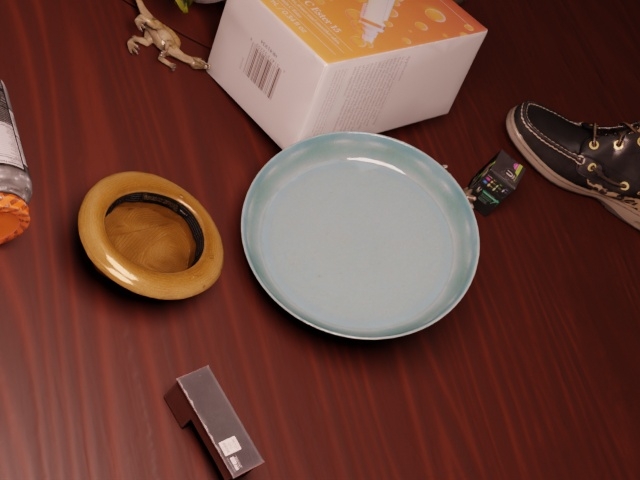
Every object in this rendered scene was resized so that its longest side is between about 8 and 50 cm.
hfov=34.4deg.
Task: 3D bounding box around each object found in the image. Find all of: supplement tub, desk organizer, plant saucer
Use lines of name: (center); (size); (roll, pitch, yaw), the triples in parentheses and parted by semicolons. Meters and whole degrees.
supplement tub: (-0.401, -0.094, 1.190); (0.117, 0.117, 0.190); (-4, 62, -34)
desk organizer: (-0.125, 0.216, 1.191); (0.047, 0.050, 0.130); (-20, 71, -40)
plant saucer: (0.052, -0.005, 1.377); (0.317, 0.044, 0.317); (3, 60, -6)

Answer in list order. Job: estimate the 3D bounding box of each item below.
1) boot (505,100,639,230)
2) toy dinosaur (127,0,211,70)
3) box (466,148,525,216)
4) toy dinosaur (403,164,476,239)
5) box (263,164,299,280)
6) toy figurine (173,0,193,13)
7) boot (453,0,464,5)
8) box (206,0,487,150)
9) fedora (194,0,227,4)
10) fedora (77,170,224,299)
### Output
boot: (0.532, -0.179, 1.731); (0.377, 0.284, 0.138); (32, 47, -11)
toy dinosaur: (-0.241, -0.303, 1.498); (0.183, 0.053, 0.092); (51, 31, -1)
box: (0.274, -0.091, 1.643); (0.052, 0.083, 0.062); (38, 46, -4)
toy dinosaur: (0.117, -0.071, 1.505); (0.160, 0.121, 0.313); (-5, 64, -42)
box: (0.000, 0.000, 1.437); (0.136, 0.036, 0.225); (4, 58, -31)
toy figurine: (-0.211, -0.531, 1.501); (0.217, 0.191, 0.362); (-30, 69, -15)
boot: (0.163, -0.444, 1.848); (0.219, 0.082, 0.106); (22, 71, -24)
box: (0.042, -0.283, 1.543); (0.345, 0.168, 0.215); (-20, 56, -41)
fedora: (-0.104, -0.446, 1.594); (0.124, 0.244, 0.275); (42, 20, -43)
fedora: (-0.215, 0.007, 1.264); (0.194, 0.079, 0.194); (22, 46, -25)
